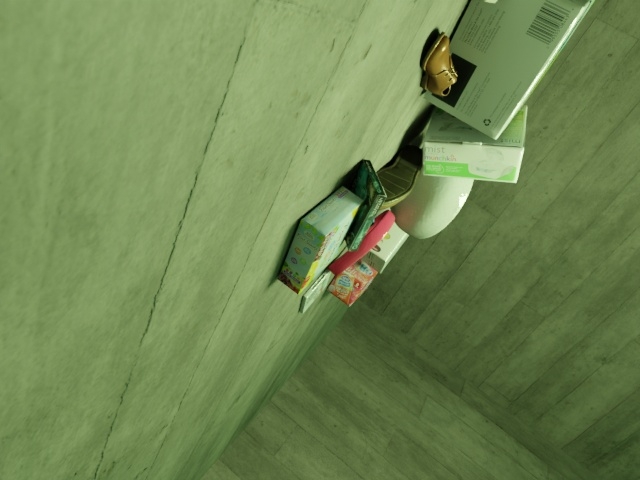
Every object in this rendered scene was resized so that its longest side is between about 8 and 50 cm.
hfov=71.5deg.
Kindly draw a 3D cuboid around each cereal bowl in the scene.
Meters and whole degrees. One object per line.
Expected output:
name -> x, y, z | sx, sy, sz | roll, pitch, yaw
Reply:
cereal bowl -> 0.341, -0.184, 1.481 | 0.339, 0.141, 0.338 | -51, -155, 35

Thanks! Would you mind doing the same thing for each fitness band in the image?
fitness band -> 0.135, 0.007, 1.466 | 0.291, 0.054, 0.209 | -43, -179, 34

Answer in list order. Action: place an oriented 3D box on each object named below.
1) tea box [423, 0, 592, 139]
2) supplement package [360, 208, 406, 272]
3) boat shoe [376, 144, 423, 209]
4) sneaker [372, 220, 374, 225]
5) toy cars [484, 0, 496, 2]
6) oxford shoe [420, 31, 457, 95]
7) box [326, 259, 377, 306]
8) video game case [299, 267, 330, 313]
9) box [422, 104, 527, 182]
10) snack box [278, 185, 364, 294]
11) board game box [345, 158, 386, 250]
tea box -> 0.470, -0.485, 1.100 | 0.323, 0.220, 0.328 | -45, 164, -42
supplement package -> 0.267, -0.030, 1.773 | 0.261, 0.145, 0.204 | -52, 168, -12
boat shoe -> 0.222, -0.164, 1.309 | 0.307, 0.111, 0.104 | -44, 163, -39
sneaker -> 0.118, -0.068, 1.330 | 0.078, 0.067, 0.188 | -33, 170, 3
toy cars -> 0.352, -0.581, 0.729 | 0.176, 0.087, 0.393 | -46, 170, -12
oxford shoe -> 0.270, -0.383, 0.976 | 0.076, 0.076, 0.212 | -53, 167, 4
box -> 0.146, 0.163, 1.899 | 0.128, 0.123, 0.257 | -60, 167, 22
video game case -> -0.018, 0.178, 1.565 | 0.143, 0.019, 0.157 | -47, 167, -27
box -> 0.449, -0.293, 1.294 | 0.126, 0.262, 0.231 | 79, 27, -44
snack box -> 0.000, 0.000, 1.019 | 0.174, 0.070, 0.207 | -42, 165, -45
board game box -> 0.092, -0.081, 1.057 | 0.026, 0.126, 0.186 | 2, 137, -22
